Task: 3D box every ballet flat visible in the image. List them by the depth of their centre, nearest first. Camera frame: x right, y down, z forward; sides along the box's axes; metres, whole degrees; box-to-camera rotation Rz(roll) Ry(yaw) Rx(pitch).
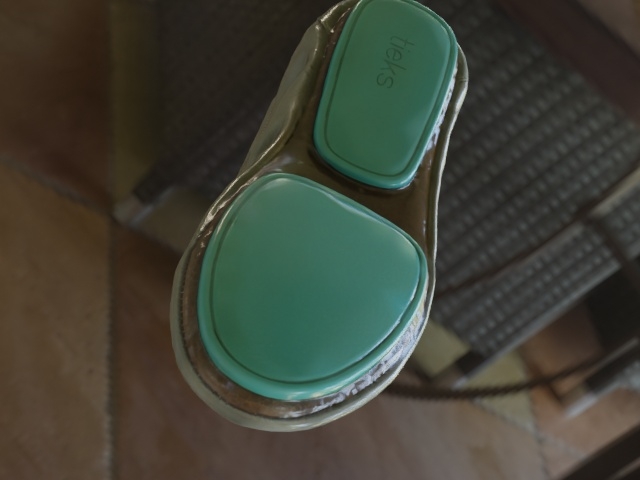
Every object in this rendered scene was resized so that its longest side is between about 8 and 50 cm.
[{"bbox_3d":[0.000,0.000,0.558,0.072,0.068,0.213,28,39,-4],"label":"ballet flat"}]
